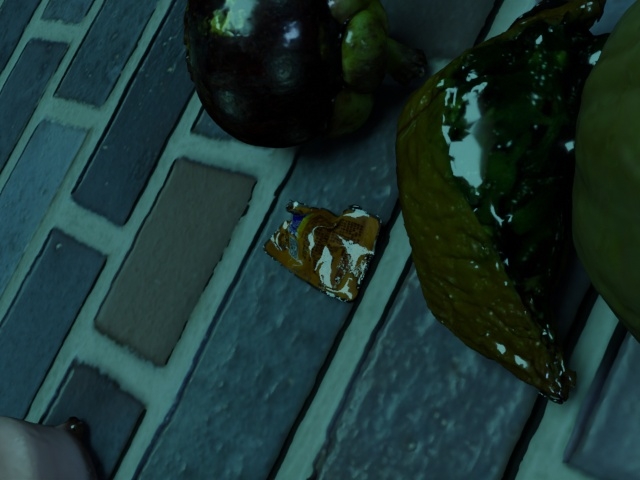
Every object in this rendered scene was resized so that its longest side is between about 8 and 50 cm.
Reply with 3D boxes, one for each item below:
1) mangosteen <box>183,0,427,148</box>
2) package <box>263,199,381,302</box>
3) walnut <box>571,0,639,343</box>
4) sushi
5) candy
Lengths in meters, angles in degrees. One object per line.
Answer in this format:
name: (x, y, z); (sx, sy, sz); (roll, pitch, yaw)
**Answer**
mangosteen: (-0.013, -0.175, 0.689); (0.217, 0.192, 0.192); (2, 64, 1)
package: (-0.001, 0.000, 0.672); (0.110, 0.033, 0.077); (24, 75, 40)
walnut: (0.253, -0.031, 0.339); (0.282, 0.227, 0.283); (13, 112, 34)
sushi: (0.125, -0.052, 0.511); (0.140, 0.149, 0.287); (-5, 59, 34)
candy: (-0.312, 0.287, 0.742); (0.255, 0.094, 0.255); (-20, 57, 33)
